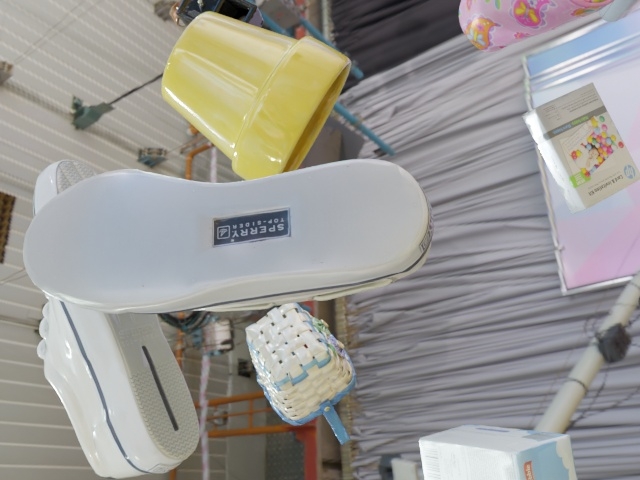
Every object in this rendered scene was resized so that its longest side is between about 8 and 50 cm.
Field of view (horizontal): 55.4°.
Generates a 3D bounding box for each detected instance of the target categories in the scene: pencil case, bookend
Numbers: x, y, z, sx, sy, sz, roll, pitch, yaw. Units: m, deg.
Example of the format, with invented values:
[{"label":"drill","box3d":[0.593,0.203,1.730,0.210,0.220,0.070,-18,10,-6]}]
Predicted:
[{"label":"pencil case","box3d":[0.326,-0.376,0.928,0.124,0.124,0.284,66,167,-9]},{"label":"bookend","box3d":[-0.216,-0.400,1.168,0.156,0.157,0.072,-61,-7,-1]}]

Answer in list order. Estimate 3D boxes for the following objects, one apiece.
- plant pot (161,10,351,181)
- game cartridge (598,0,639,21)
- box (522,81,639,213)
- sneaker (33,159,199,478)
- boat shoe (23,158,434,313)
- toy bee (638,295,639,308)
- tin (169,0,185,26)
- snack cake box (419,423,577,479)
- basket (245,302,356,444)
[{"label":"plant pot","box3d":[-0.113,-0.238,0.992,0.238,0.254,0.254,30,-141,1]},{"label":"game cartridge","box3d":[0.585,-0.472,0.942,0.062,0.297,0.198,53,-167,2]},{"label":"box","box3d":[0.441,-0.157,1.026,0.145,0.038,0.186,-25,-92,-22]},{"label":"sneaker","box3d":[-0.183,0.063,0.477,0.094,0.091,0.258,12,-125,-67]},{"label":"boat shoe","box3d":[-0.060,0.003,0.404,0.088,0.267,0.096,57,-154,-66]},{"label":"toy bee","box3d":[0.444,-0.017,0.520,0.162,0.298,0.195,-43,-61,-27]},{"label":"tin","box3d":[-0.298,-0.592,1.555,0.189,0.106,0.040,-31,-90,-47]},{"label":"snack cake box","box3d":[0.204,0.344,0.656,0.089,0.152,0.265,-2,-99,-33]},{"label":"basket","box3d":[-0.031,0.297,1.351,0.255,0.201,0.289,49,164,43]}]
